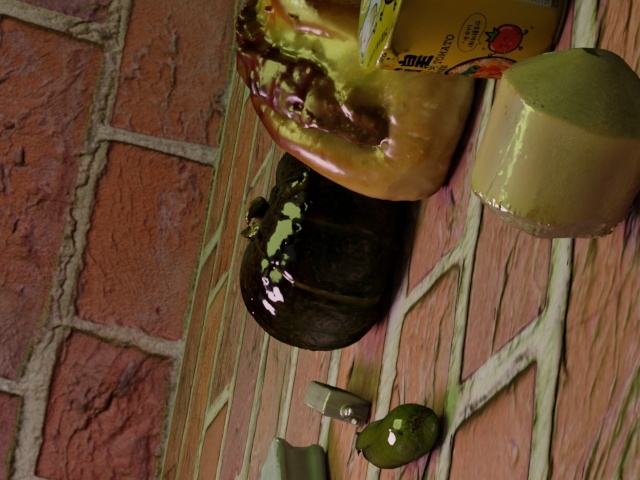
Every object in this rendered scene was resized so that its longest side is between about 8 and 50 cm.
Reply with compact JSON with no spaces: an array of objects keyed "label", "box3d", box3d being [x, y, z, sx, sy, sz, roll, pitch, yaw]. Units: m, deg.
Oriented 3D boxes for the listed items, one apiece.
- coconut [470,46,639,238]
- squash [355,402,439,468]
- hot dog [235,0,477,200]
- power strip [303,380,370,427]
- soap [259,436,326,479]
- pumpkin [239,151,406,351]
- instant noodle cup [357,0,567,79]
[{"label":"coconut","box3d":[0.165,-0.069,1.285,0.116,0.116,0.122,-94,21,-61]},{"label":"squash","box3d":[0.065,0.176,1.743,0.183,0.052,0.052,140,142,-73]},{"label":"hot dog","box3d":[0.024,-0.201,1.970,0.405,0.223,0.185,-98,25,-64]},{"label":"power strip","box3d":[0.016,0.170,2.053,0.191,0.047,0.030,180,109,-81]},{"label":"soap","box3d":[-0.032,0.308,2.110,0.198,0.063,0.115,-98,21,-67]},{"label":"pumpkin","box3d":[-0.003,0.000,2.048,0.238,0.159,0.238,-168,90,-86]},{"label":"instant noodle cup","box3d":[0.122,-0.211,1.624,0.182,0.144,0.182,-169,90,-80]}]
